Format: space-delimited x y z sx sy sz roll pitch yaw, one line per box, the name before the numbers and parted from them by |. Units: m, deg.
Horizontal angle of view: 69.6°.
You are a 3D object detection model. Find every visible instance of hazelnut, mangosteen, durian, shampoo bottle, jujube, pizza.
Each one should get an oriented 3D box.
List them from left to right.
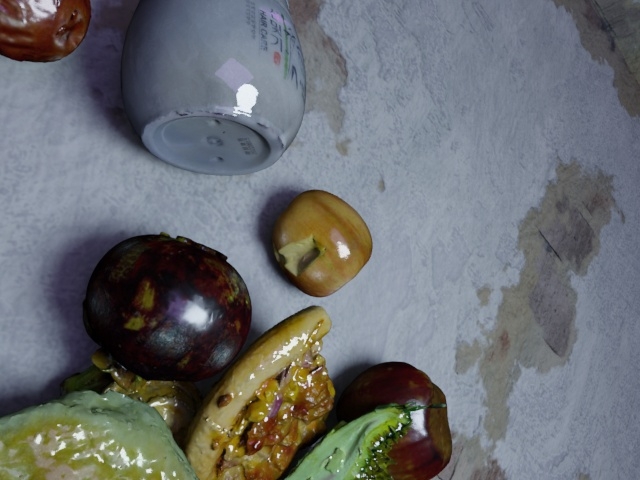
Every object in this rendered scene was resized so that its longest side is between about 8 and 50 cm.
jujube | -0.446 -0.355 0.594 0.290 0.197 0.197 35 65 -8
mangosteen | -0.236 0.128 0.656 0.231 0.231 0.289 38 87 -23
shampoo bottle | -0.158 -0.259 0.710 0.273 0.273 0.266 8 74 -32
pizza | -0.087 0.287 0.729 0.409 0.114 0.277 -54 142 0
durian | 0.039 0.367 0.734 0.375 0.132 0.107 -37 144 -10
hazelnut | 0.138 0.342 0.880 0.218 0.218 0.234 -25 101 -33

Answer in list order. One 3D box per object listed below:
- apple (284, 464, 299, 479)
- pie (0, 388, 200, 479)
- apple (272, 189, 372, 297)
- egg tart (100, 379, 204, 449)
apple | 0.036 0.496 0.807 0.265 0.120 0.193 42 73 3
pie | -0.318 0.382 0.542 0.418 0.180 0.395 -20 92 -18
apple | 0.000 0.000 0.845 0.199 0.199 0.199 5 81 -32
egg tart | -0.255 0.288 0.698 0.191 0.074 0.191 6 79 -34
